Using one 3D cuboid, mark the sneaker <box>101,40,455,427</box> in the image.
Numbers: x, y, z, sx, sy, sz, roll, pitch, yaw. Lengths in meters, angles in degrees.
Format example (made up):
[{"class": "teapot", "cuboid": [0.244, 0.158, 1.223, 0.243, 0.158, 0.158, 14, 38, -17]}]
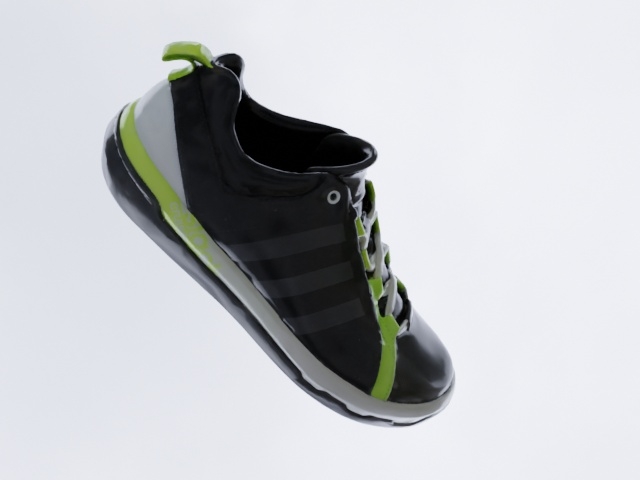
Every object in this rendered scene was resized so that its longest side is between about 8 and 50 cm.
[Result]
[{"class": "sneaker", "cuboid": [0.000, 0.000, 0.744, 0.097, 0.084, 0.234, -38, -64, 24]}]
